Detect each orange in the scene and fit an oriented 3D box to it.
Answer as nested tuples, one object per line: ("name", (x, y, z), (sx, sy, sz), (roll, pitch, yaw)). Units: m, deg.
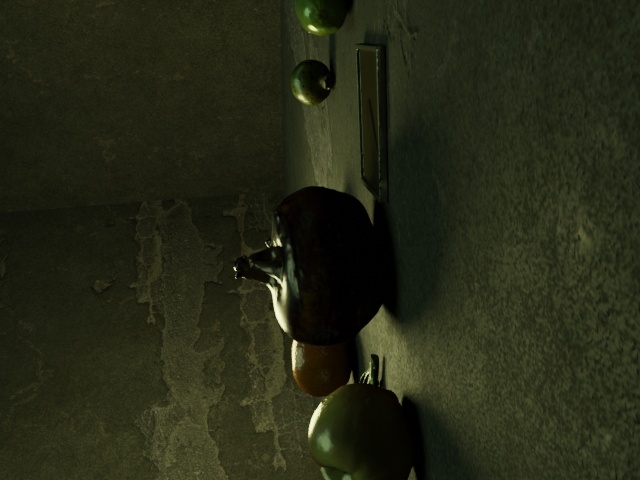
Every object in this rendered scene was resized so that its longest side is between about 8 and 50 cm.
("orange", (0.009, 0.331, 1.967), (0.224, 0.170, 0.224), (-1, -90, -80))

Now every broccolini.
("broccolini", (0.120, 0.339, 1.570), (0.091, 0.068, 0.203), (-121, 39, -47))

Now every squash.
("squash", (-0.005, -0.566, 1.650), (0.371, 0.118, 0.118), (-100, 7, -63))

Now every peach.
("peach", (0.087, 0.362, 1.285), (0.232, 0.232, 0.233), (175, 90, -84))

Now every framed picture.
("framed picture", (0.099, -0.236, 1.363), (0.211, 0.020, 0.290), (-113, 20, -72))

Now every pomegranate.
("pomegranate", (-0.019, -0.435, 1.910), (0.130, 0.130, 0.130), (175, 90, -84))

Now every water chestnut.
("water chestnut", (-0.025, 0.057, 1.433), (0.350, 0.302, 0.351), (173, 90, -80))

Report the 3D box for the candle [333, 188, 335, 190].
("candle", (-0.017, 0.006, 1.896), (0.187, 0.187, 0.330), (-104, 12, -55))
